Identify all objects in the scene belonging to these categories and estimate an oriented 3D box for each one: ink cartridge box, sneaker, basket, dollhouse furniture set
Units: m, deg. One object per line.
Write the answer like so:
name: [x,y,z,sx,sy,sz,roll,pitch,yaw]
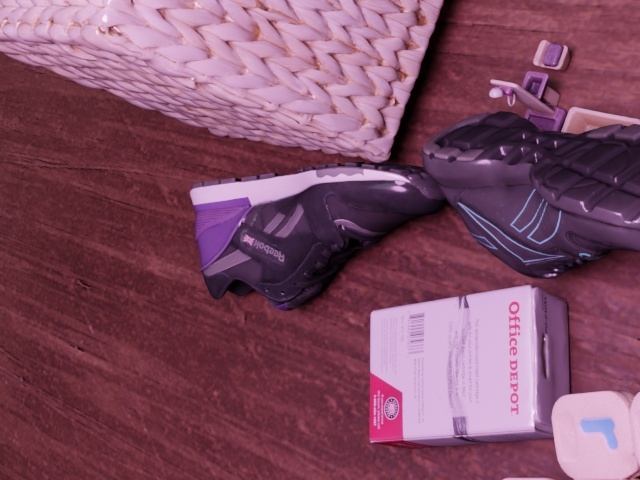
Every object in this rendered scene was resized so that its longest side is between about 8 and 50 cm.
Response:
ink cartridge box: [0.115,0.102,0.838,0.151,0.063,0.109,-12,67,37]
sneaker: [0.000,0.000,0.970,0.283,0.107,0.124,-5,86,44]
basket: [-0.100,-0.251,0.954,0.328,0.331,0.266,15,87,51]
sneaker: [0.181,-0.026,0.776,0.101,0.106,0.267,-30,25,-18]
dollhouse furniture set: [0.192,-0.114,0.835,0.114,0.081,0.091,20,89,43]

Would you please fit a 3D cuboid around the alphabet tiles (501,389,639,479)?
alphabet tiles: [0.215,0.234,0.669,0.278,0.021,0.284,-19,74,56]
